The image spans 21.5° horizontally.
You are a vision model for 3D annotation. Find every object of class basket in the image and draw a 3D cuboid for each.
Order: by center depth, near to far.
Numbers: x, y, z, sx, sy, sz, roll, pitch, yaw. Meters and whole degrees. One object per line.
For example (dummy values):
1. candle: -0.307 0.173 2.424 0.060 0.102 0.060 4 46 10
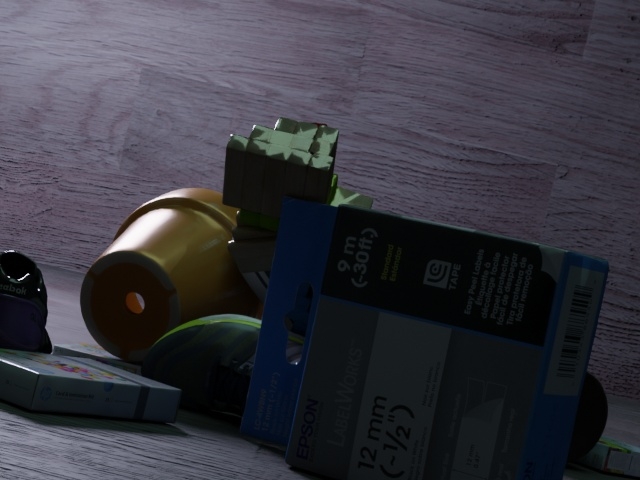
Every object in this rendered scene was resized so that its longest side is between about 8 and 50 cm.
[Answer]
1. basket: 0.258 0.199 2.185 0.204 0.154 0.227 -3 11 -21

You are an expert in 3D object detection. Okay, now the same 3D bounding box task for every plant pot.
1. plant pot: -0.177 0.056 1.951 0.205 0.205 0.188 13 16 18

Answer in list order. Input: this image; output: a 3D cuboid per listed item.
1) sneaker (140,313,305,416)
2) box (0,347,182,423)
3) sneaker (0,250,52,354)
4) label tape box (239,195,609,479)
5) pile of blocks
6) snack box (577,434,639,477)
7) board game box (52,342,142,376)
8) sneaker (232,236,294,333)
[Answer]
1. sneaker: -0.048 0.151 1.771 0.299 0.111 0.121 5 16 12
2. box: -0.250 0.138 1.629 0.145 0.038 0.186 13 1 42
3. sneaker: -0.326 0.074 1.812 0.107 0.124 0.283 14 0 -11
4. label tape box: 0.066 0.102 1.554 0.347 0.249 0.115 12 1 29
5. pile of blocks: 0.000 0.000 1.790 0.149 0.113 0.362 -3 -48 24
6. snack box: 0.369 0.278 2.218 0.100 0.037 0.141 15 -1 -31
7. board game box: -0.219 0.148 1.932 0.154 0.026 0.103 13 1 11
8. sneaker: 0.037 0.089 1.949 0.127 0.126 0.321 -25 -61 26
